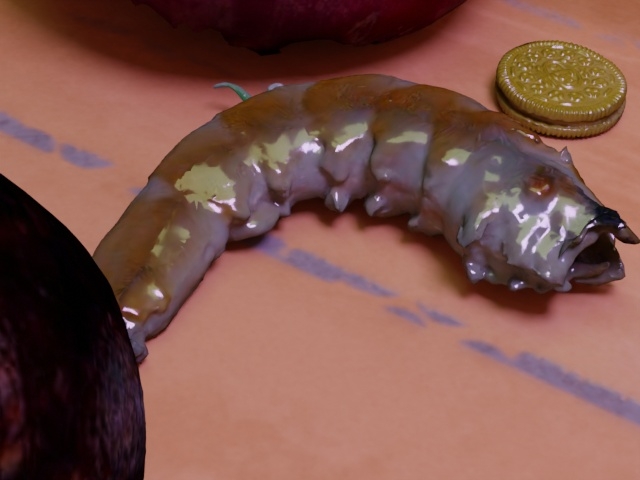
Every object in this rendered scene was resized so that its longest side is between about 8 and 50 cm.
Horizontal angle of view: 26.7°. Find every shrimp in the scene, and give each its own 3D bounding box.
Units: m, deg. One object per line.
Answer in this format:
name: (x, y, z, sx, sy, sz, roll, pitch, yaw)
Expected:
shrimp: (0.005, -0.023, 0.718, 0.287, 0.068, 0.185, -10, 45, -15)

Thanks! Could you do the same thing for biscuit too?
biscuit: (0.152, -0.097, 0.850, 0.084, 0.023, 0.084, 2, 41, -2)

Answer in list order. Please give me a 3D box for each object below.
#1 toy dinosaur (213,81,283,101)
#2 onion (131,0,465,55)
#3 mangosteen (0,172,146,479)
toy dinosaur: (-0.026, -0.065, 0.803, 0.083, 0.021, 0.062, 6, 53, 1)
onion: (-0.018, -0.288, 0.858, 0.358, 0.345, 0.358, 24, 47, -29)
mangosteen: (-0.203, 0.099, 0.424, 0.297, 0.313, 0.297, 8, 3, 0)
